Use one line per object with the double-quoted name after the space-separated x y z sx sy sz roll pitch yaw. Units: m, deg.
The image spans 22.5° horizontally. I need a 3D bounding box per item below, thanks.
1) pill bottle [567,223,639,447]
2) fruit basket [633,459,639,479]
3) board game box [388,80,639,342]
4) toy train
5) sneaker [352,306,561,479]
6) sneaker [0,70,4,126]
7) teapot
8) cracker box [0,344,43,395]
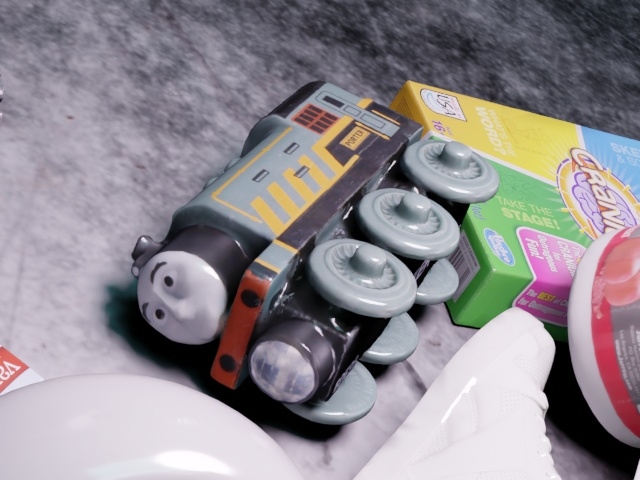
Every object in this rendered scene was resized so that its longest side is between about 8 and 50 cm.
0.356 0.053 1.173 0.176 0.318 0.176 15 69 -46 "pill bottle"
0.324 0.293 1.035 0.327 0.165 0.353 34 38 -4 "fruit basket"
0.224 -0.011 1.421 0.316 0.064 0.242 11 40 -30 "board game box"
0.000 0.000 1.172 0.190 0.142 0.334 26 34 12 "toy train"
0.131 0.165 1.057 0.169 0.108 0.292 25 40 18 "sneaker"
-0.314 -0.170 1.126 0.112 0.121 0.299 1 46 -36 "sneaker"
-0.123 0.160 0.791 0.252 0.256 0.187 -8 25 -22 "teapot"
-0.293 0.065 0.894 0.232 0.067 0.156 37 35 7 "cracker box"
